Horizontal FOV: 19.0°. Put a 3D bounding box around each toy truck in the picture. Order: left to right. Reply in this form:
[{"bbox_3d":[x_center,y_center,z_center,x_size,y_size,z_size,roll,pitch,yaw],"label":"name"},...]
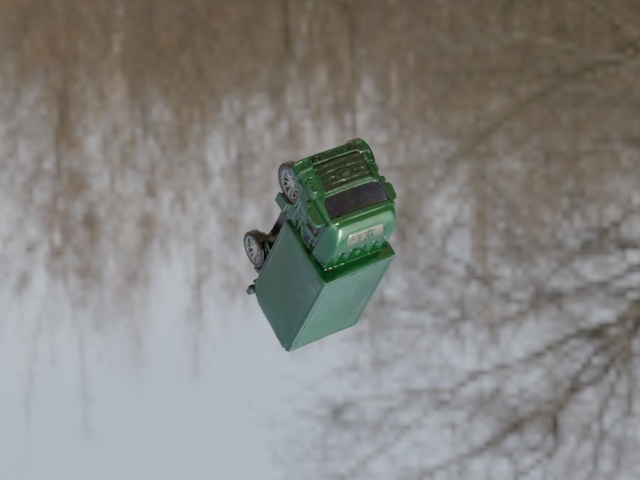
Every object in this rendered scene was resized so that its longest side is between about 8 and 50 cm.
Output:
[{"bbox_3d":[0.000,0.000,1.248,0.065,0.079,0.147,-21,157,-27],"label":"toy truck"}]
